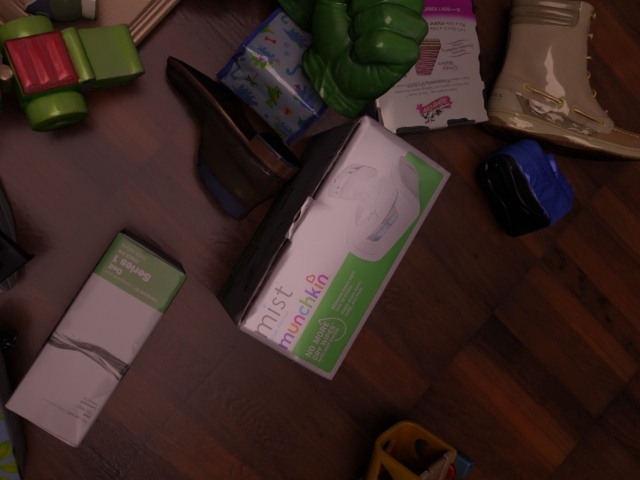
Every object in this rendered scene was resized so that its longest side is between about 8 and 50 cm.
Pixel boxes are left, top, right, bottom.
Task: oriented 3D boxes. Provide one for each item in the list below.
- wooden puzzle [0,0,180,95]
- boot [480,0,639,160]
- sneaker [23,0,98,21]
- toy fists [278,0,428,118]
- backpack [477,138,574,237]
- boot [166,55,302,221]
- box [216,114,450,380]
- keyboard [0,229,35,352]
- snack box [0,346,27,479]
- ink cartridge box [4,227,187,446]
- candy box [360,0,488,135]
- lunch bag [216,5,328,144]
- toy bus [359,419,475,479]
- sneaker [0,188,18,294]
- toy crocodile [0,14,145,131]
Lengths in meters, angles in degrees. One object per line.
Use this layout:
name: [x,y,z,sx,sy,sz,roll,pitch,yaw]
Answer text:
wooden puzzle: [-0.290,-0.327,0.835,0.221,0.044,0.238,43,78,-13]
boot: [0.367,-0.224,0.983,0.262,0.095,0.203,12,89,-11]
sneaker: [-0.307,-0.338,0.770,0.086,0.064,0.192,-13,97,-22]
toy fists: [0.026,-0.282,0.802,0.142,0.279,0.096,-39,145,29]
backpack: [0.282,-0.080,0.969,0.101,0.098,0.120,-35,93,-31]
boot: [-0.135,-0.125,0.859,0.219,0.082,0.106,45,106,11]
box: [0.000,0.000,0.829,0.127,0.231,0.262,32,84,-14]
keyboard: [-0.448,0.099,0.767,0.317,0.033,0.201,-35,121,10]
snack box: [-0.434,0.200,0.770,0.175,0.070,0.207,-5,124,-15]
ink cartridge box: [-0.252,0.103,0.805,0.093,0.160,0.219,34,84,-13]
candy box: [0.125,-0.260,0.927,0.159,0.071,0.233,-9,95,-14]
lunch bag: [-0.035,-0.219,0.878,0.129,0.096,0.151,42,54,-13]
toy bus: [0.103,0.343,0.940,0.202,0.104,0.191,-53,148,-11]
sneaker: [-0.428,-0.053,0.798,0.091,0.094,0.258,-18,93,5]
toy crocodile: [-0.352,-0.169,0.723,0.341,0.105,0.115,-17,91,-26]
